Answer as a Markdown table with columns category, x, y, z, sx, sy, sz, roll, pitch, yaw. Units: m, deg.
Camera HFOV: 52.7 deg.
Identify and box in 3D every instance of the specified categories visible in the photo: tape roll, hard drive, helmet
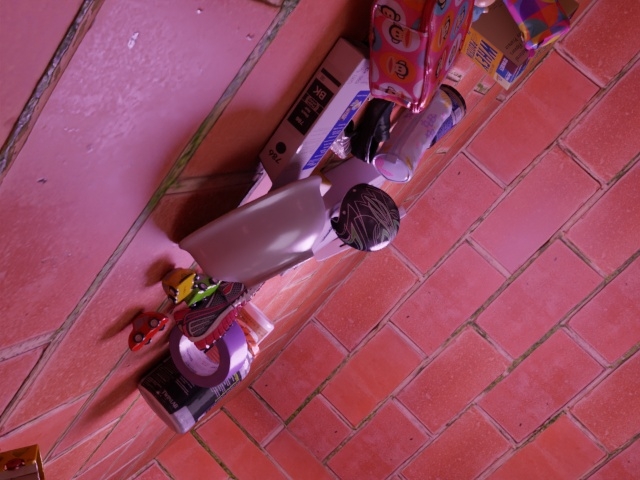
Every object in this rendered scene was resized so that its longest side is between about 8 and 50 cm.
| category | x | y | z | sx | sy | sz | roll | pitch | yaw |
| --- | --- | --- | --- | --- | --- | --- | --- | --- | --- |
| tape roll | -0.286 | 0.272 | 1.646 | 0.189 | 0.189 | 0.080 | -51 | 168 | 28 |
| hard drive | 0.141 | -0.028 | 2.213 | 0.233 | 0.047 | 0.353 | -25 | -178 | 26 |
| helmet | 0.116 | -0.055 | 1.600 | 0.169 | 0.169 | 0.161 | -42 | -177 | -22 |

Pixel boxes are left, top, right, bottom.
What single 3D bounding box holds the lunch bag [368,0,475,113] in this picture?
| category | x | y | z | sx | sy | sz | roll | pitch | yaw |
| --- | --- | --- | --- | --- | --- | --- | --- | --- | --- |
| lunch bag | 0.182 | -0.382 | 1.061 | 0.258 | 0.120 | 0.293 | -59 | 165 | -21 |

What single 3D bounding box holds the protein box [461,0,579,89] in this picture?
| category | x | y | z | sx | sy | sz | roll | pitch | yaw |
| --- | --- | --- | --- | --- | --- | --- | --- | --- | --- |
| protein box | 0.429 | -0.499 | 1.474 | 0.200 | 0.201 | 0.136 | -46 | 170 | -3 |

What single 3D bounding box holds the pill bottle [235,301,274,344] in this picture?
| category | x | y | z | sx | sy | sz | roll | pitch | yaw |
| --- | --- | --- | --- | --- | --- | --- | --- | --- | --- |
| pill bottle | -0.269 | 0.308 | 2.034 | 0.229 | 0.131 | 0.131 | -45 | 170 | -3 |

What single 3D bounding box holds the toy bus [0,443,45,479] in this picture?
| category | x | y | z | sx | sy | sz | roll | pitch | yaw |
| --- | --- | --- | --- | --- | --- | --- | --- | --- | --- |
| toy bus | -0.623 | 0.456 | 1.219 | 0.191 | 0.202 | 0.104 | -52 | -159 | -5 |

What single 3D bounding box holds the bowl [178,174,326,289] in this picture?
| category | x | y | z | sx | sy | sz | roll | pitch | yaw |
| --- | --- | --- | --- | --- | --- | --- | --- | --- | --- |
| bowl | -0.102 | 0.002 | 1.209 | 0.298 | 0.134 | 0.298 | -27 | 179 | 0 |

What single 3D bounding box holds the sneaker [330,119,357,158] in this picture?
| category | x | y | z | sx | sy | sz | roll | pitch | yaw |
| --- | --- | --- | --- | --- | --- | --- | --- | --- | --- |
| sneaker | 0.047 | -0.227 | 1.386 | 0.075 | 0.063 | 0.170 | -41 | 166 | 10 |

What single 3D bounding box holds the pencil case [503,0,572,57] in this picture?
| category | x | y | z | sx | sy | sz | roll | pitch | yaw |
| --- | --- | --- | --- | --- | --- | --- | --- | --- | --- |
| pencil case | 0.423 | -0.506 | 1.337 | 0.105 | 0.236 | 0.104 | -27 | -178 | 1 |

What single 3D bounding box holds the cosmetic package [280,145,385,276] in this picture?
| category | x | y | z | sx | sy | sz | roll | pitch | yaw |
| --- | --- | --- | --- | --- | --- | --- | --- | --- | --- |
| cosmetic package | 0.028 | -0.088 | 1.786 | 0.377 | 0.097 | 0.284 | -35 | 167 | -47 |

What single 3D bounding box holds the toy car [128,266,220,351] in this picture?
| category | x | y | z | sx | sy | sz | roll | pitch | yaw |
| --- | --- | --- | --- | --- | --- | --- | --- | --- | --- |
| toy car | -0.298 | 0.117 | 1.376 | 0.239 | 0.053 | 0.225 | -50 | 170 | 25 |

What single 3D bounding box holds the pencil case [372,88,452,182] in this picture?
| category | x | y | z | sx | sy | sz | roll | pitch | yaw |
| --- | --- | --- | --- | --- | --- | --- | --- | --- | --- |
| pencil case | 0.240 | -0.277 | 1.674 | 0.273 | 0.114 | 0.124 | -57 | 178 | -23 |

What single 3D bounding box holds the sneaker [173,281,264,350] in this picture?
| category | x | y | z | sx | sy | sz | roll | pitch | yaw |
| --- | --- | --- | --- | --- | --- | --- | --- | --- | --- |
| sneaker | -0.226 | 0.120 | 1.551 | 0.121 | 0.112 | 0.299 | -28 | -160 | 48 |

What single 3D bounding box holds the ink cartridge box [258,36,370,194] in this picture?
| category | x | y | z | sx | sy | sz | roll | pitch | yaw |
| --- | --- | --- | --- | --- | --- | --- | --- | --- | --- |
| ink cartridge box | -0.006 | -0.220 | 1.202 | 0.332 | 0.065 | 0.165 | -52 | 169 | 25 |

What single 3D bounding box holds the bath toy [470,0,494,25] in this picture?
| category | x | y | z | sx | sy | sz | roll | pitch | yaw |
| --- | --- | --- | --- | --- | --- | --- | --- | --- | --- |
| bath toy | 0.308 | -0.531 | 1.109 | 0.129 | 0.151 | 0.348 | 5 | 149 | -18 |

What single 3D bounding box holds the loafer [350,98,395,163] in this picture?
| category | x | y | z | sx | sy | sz | roll | pitch | yaw |
| --- | --- | --- | --- | --- | --- | --- | --- | --- | --- |
| loafer | 0.138 | -0.271 | 1.542 | 0.076 | 0.078 | 0.223 | -39 | 168 | -38 |

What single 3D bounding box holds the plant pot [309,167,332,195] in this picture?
| category | x | y | z | sx | sy | sz | roll | pitch | yaw |
| --- | --- | --- | --- | --- | --- | --- | --- | --- | --- |
| plant pot | -0.042 | -0.124 | 1.405 | 0.081 | 0.081 | 0.083 | -49 | 158 | 15 |

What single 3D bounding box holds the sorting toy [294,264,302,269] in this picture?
| category | x | y | z | sx | sy | sz | roll | pitch | yaw |
| --- | --- | --- | --- | --- | --- | --- | --- | --- | --- |
| sorting toy | 0.000 | 0.000 | 2.207 | 0.193 | 0.038 | 0.208 | -36 | 171 | -43 |

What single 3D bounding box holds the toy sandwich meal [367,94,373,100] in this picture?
| category | x | y | z | sx | sy | sz | roll | pitch | yaw |
| --- | --- | --- | --- | --- | --- | --- | --- | --- | --- |
| toy sandwich meal | 0.103 | -0.321 | 1.339 | 0.085 | 0.029 | 0.085 | -44 | 170 | -10 |

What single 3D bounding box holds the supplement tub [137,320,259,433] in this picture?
| category | x | y | z | sx | sy | sz | roll | pitch | yaw |
| --- | --- | --- | --- | --- | --- | --- | --- | --- | --- |
| supplement tub | -0.335 | 0.369 | 1.821 | 0.316 | 0.193 | 0.193 | -40 | 169 | -27 |

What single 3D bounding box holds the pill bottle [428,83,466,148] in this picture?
| category | x | y | z | sx | sy | sz | roll | pitch | yaw |
| --- | --- | --- | --- | --- | --- | --- | --- | --- | --- |
| pill bottle | 0.303 | -0.336 | 1.841 | 0.219 | 0.123 | 0.123 | -43 | 170 | -18 |
